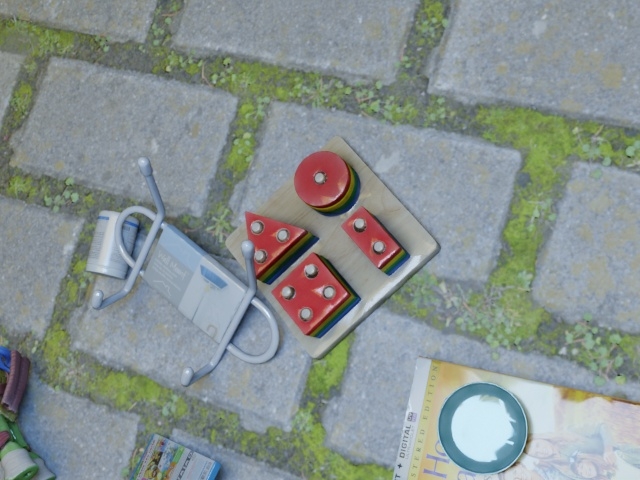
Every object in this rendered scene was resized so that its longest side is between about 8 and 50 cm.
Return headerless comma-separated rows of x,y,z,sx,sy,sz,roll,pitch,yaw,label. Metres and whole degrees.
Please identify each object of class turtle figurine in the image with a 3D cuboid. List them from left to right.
-0.580,0.324,1.405,0.266,0.274,0.198,46,130,20,turtle figurine

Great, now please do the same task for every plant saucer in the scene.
0.214,0.247,1.125,0.119,0.021,0.120,-6,75,21,plant saucer

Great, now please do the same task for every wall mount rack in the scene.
-0.206,0.044,1.295,0.350,0.130,0.304,37,120,15,wall mount rack

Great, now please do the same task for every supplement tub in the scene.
-0.354,0.008,1.456,0.070,0.071,0.107,9,80,23,supplement tub

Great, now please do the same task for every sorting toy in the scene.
0.000,0.000,1.306,0.257,0.089,0.255,-43,66,7,sorting toy

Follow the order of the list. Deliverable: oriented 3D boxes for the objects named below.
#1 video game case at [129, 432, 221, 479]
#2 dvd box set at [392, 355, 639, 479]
-0.231,0.371,1.302,0.166,0.015,0.119,8,66,45,video game case
0.299,0.339,1.113,0.420,0.062,0.308,10,81,25,dvd box set
